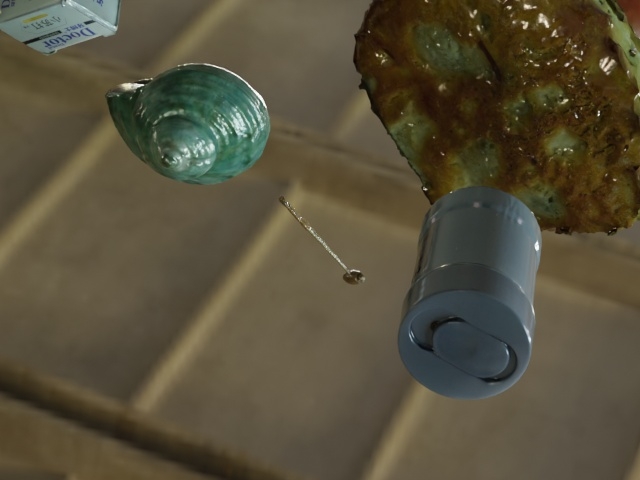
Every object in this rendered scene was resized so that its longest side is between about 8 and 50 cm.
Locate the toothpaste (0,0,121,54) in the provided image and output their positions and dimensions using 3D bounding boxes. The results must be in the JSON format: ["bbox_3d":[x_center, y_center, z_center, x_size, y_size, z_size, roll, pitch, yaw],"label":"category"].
[{"bbox_3d":[-0.198,-0.307,1.494,0.089,0.313,0.071,-12,153,35],"label":"toothpaste"}]

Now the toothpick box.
[{"bbox_3d":[0.117,0.039,1.426,0.101,0.101,0.153,14,-148,2],"label":"toothpick box"}]

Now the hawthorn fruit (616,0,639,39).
[{"bbox_3d":[0.309,-0.194,2.149,0.403,0.403,0.403,11,-156,-5],"label":"hawthorn fruit"}]

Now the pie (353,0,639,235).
[{"bbox_3d":[0.192,-0.153,1.879,0.288,0.355,0.103,-23,-164,40],"label":"pie"}]

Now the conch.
[{"bbox_3d":[-0.155,-0.129,2.118,0.196,0.134,0.202,-5,180,7],"label":"conch"}]

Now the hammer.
[{"bbox_3d":[0.000,0.000,1.774,0.029,0.123,0.014,-4,-135,50],"label":"hammer"}]
